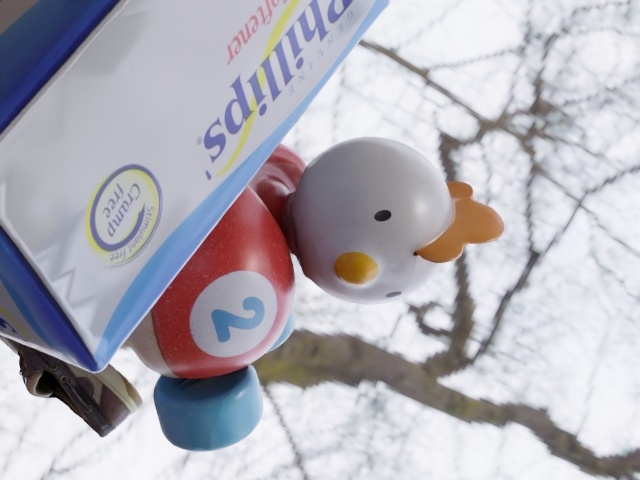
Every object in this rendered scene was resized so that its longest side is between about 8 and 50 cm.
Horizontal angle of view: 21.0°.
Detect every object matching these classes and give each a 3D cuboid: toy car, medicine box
[{"bbox_3d":[0.000,0.000,1.144,0.238,0.219,0.210,-3,-149,14],"label":"toy car"},{"bbox_3d":[-0.161,-0.106,0.904,0.289,0.149,0.263,16,-121,39],"label":"medicine box"}]

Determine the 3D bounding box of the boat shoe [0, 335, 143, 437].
[{"bbox_3d":[-0.201,0.093,1.284,0.152,0.056,0.049,28,-117,29],"label":"boat shoe"}]
